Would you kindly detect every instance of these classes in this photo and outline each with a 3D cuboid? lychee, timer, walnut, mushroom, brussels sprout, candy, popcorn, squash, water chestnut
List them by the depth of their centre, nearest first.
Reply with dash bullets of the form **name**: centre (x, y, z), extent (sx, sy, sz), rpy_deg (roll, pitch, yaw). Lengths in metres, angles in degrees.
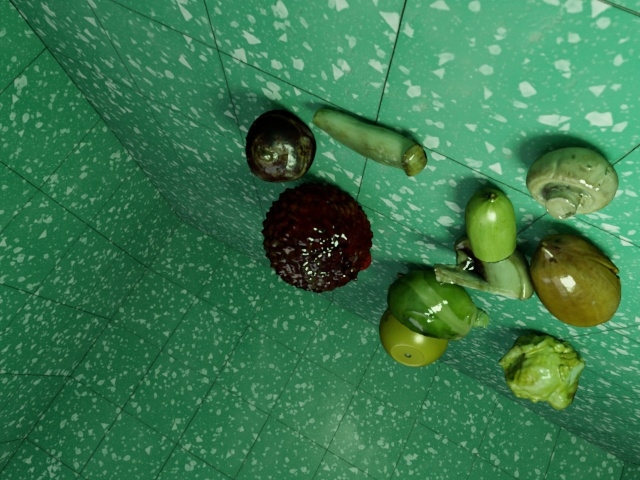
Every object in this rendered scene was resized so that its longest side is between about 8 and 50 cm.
- **mushroom**: centre (0.516, -0.115, 0.859), extent (0.166, 0.127, 0.166), rpy_deg (22, 156, 10)
- **walnut**: centre (0.659, 0.096, 1.095), extent (0.336, 0.208, 0.209), rpy_deg (40, 160, -30)
- **mushroom**: centre (0.132, -0.269, 1.122), extent (0.333, 0.087, 0.107), rpy_deg (27, 158, 22)
- **squash**: centre (0.458, -0.052, 1.130), extent (0.133, 0.132, 0.247), rpy_deg (17, 156, 36)
- **water chestnut**: centre (-0.122, -0.290, 1.290), extent (0.224, 0.223, 0.238), rpy_deg (36, -162, -17)
- **mushroom**: centre (0.542, 0.069, 1.353), extent (0.292, 0.211, 0.218), rpy_deg (-2, -170, 40)
- **lychee**: centre (0.000, 0.000, 1.558), extent (0.500, 0.425, 0.424), rpy_deg (44, 174, 38)
- **popcorn**: centre (0.932, 0.540, 1.766), extent (0.312, 0.312, 0.312), rpy_deg (27, 162, 9)
- **brussels sprout**: centre (0.468, 0.277, 1.769), extent (0.372, 0.275, 0.314), rpy_deg (26, 166, 11)
- **candy**: centre (0.633, 0.315, 1.966), extent (0.336, 0.092, 0.093), rpy_deg (26, -160, 36)
- **timer**: centre (0.468, 0.413, 2.059), extent (0.377, 0.386, 0.375), rpy_deg (11, 133, 13)

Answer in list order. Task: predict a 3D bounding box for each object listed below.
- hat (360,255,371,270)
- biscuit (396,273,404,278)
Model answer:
- **hat**: centre (0.078, 0.061, 1.969), extent (0.333, 0.242, 0.274), rpy_deg (0, 177, 16)
- **biscuit**: centre (0.432, 0.189, 2.005), extent (0.147, 0.018, 0.071), rpy_deg (11, 153, 44)
